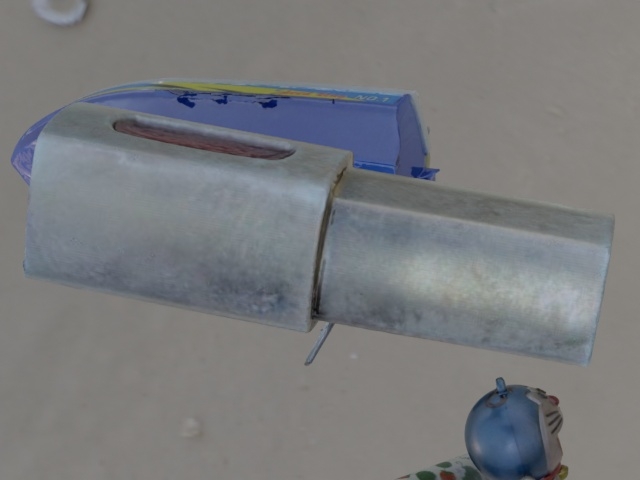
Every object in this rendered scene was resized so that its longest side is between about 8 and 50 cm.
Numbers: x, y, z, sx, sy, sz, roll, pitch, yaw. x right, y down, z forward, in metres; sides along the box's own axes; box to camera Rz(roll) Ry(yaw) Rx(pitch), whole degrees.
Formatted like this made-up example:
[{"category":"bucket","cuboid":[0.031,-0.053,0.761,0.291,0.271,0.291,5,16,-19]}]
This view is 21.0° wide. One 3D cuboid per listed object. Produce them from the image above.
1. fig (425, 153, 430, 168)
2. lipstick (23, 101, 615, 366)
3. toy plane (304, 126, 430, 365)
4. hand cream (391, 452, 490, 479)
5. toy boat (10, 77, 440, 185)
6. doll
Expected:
[{"category":"fig","cuboid":[0.007,-0.037,1.824,0.207,0.207,0.230,37,116,28]},{"category":"lipstick","cuboid":[0.000,0.000,0.765,0.253,0.079,0.077,12,109,9]},{"category":"toy plane","cuboid":[0.042,0.005,1.407,0.058,0.226,0.226,27,89,6]},{"category":"hand cream","cuboid":[0.095,0.278,1.780,0.059,0.276,0.095,-35,77,48]},{"category":"toy boat","cuboid":[-0.066,-0.039,1.032,0.295,0.088,0.129,6,124,28]},{"category":"doll","cuboid":[0.170,0.184,1.451,0.085,0.114,0.152,-16,103,5]}]
